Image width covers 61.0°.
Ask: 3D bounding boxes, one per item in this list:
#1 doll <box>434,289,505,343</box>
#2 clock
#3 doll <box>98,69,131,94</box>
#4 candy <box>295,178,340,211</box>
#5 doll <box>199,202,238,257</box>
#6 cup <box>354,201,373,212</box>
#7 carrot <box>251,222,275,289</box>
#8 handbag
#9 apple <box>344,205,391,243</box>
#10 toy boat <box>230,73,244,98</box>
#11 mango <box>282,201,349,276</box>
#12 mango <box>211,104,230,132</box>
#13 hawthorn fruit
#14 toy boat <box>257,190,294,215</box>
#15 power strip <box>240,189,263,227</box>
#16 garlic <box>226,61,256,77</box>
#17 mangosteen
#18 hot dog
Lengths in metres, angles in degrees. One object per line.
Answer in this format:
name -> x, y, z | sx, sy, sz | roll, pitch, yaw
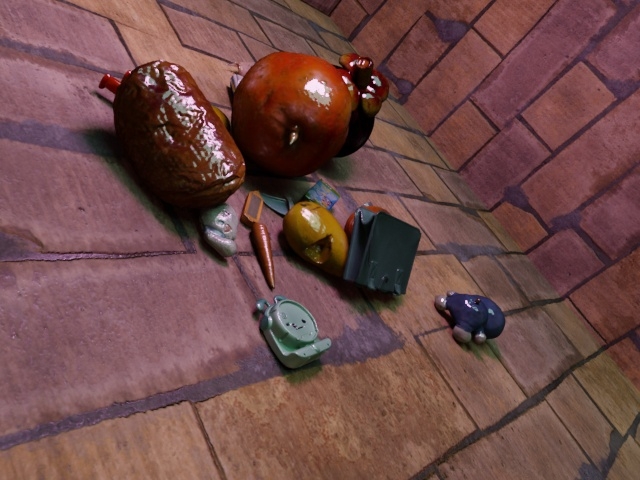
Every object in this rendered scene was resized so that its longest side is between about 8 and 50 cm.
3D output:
doll -> 0.552, 0.269, 1.952 | 0.258, 0.154, 0.228 | 23, 30, -47
clock -> -0.071, 0.205, 1.283 | 0.188, 0.060, 0.148 | 52, 29, 17
doll -> -0.425, -0.337, 1.530 | 0.384, 0.099, 0.188 | 37, 22, -4
candy -> -0.005, -0.134, 1.833 | 0.097, 0.062, 0.194 | 42, 28, -2
doll -> -0.257, -0.048, 1.374 | 0.103, 0.071, 0.214 | 11, 49, -28
cup -> 0.166, -0.084, 1.992 | 0.100, 0.078, 0.077 | -28, 76, -26
carrot -> -0.146, 0.038, 1.436 | 0.048, 0.048, 0.216 | 18, 41, -40
handbag -> 0.195, 0.042, 1.660 | 0.089, 0.239, 0.326 | 8, -6, 34
apple -> 0.177, -0.023, 1.849 | 0.195, 0.160, 0.173 | 37, 49, 0
toy boat -> -0.251, -0.493, 1.970 | 0.129, 0.088, 0.295 | 21, 35, -36
mango -> 0.000, 0.000, 1.587 | 0.262, 0.130, 0.167 | 40, 43, -20
mango -> -0.342, -0.367, 1.686 | 0.130, 0.092, 0.195 | 27, 23, -25
hawthorn fruit -> -0.092, -0.371, 1.687 | 0.402, 0.403, 0.403 | 32, 30, -21
toy boat -> -0.142, -0.115, 1.670 | 0.122, 0.034, 0.096 | 11, 41, -33
power strip -> -0.196, -0.097, 1.565 | 0.049, 0.028, 0.178 | 33, 30, -19
garlic -> -0.273, -0.659, 2.179 | 0.198, 0.090, 0.128 | 44, 40, -10
mangosteen -> 0.059, -0.521, 2.048 | 0.382, 0.435, 0.382 | 31, 28, -19
hot dog -> -0.345, -0.253, 1.357 | 0.267, 0.174, 0.388 | -30, 87, -32
